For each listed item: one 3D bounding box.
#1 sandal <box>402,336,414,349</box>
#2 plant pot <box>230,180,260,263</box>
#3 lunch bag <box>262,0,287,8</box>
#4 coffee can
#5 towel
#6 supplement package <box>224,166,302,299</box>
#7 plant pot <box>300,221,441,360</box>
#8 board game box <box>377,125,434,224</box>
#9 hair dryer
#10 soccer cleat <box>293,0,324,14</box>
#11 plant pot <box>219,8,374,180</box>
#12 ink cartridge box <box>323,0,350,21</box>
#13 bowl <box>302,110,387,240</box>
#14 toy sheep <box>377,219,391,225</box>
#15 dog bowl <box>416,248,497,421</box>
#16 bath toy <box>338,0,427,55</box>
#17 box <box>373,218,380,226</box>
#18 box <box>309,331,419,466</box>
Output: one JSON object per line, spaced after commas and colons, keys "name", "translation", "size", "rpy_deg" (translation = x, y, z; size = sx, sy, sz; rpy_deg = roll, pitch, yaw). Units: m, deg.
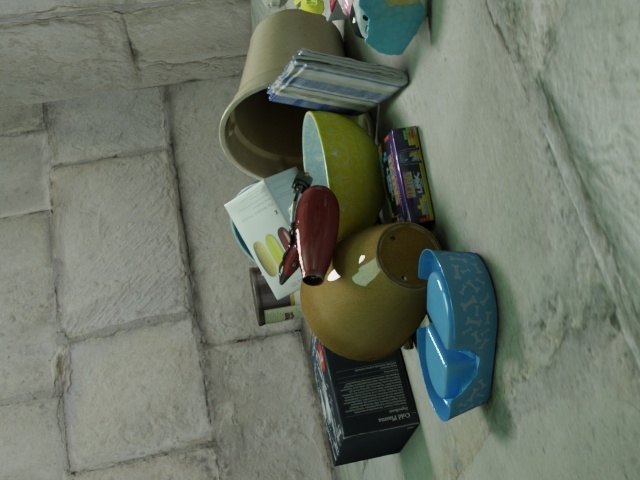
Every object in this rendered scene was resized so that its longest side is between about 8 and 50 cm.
{"name": "sandal", "translation": [0.138, 0.140, 1.606], "size": [0.090, 0.060, 0.219], "rpy_deg": [-90, -17, -49]}
{"name": "plant pot", "translation": [-0.050, -0.087, 2.019], "size": [0.255, 0.272, 0.271], "rpy_deg": [-53, -33, -49]}
{"name": "lunch bag", "translation": [-0.122, -0.803, 2.143], "size": [0.235, 0.169, 0.287], "rpy_deg": [101, 163, -69]}
{"name": "coffee can", "translation": [-0.091, 0.169, 2.698], "size": [0.201, 0.275, 0.201], "rpy_deg": [171, 90, -82]}
{"name": "towel", "translation": [0.022, -0.287, 1.474], "size": [0.285, 0.209, 0.034], "rpy_deg": [167, 111, -75]}
{"name": "supplement package", "translation": [-0.074, -0.017, 1.758], "size": [0.134, 0.139, 0.244], "rpy_deg": [-30, -89, -54]}
{"name": "plant pot", "translation": [0.111, 0.069, 1.389], "size": [0.254, 0.237, 0.237], "rpy_deg": [130, 131, -64]}
{"name": "board game box", "translation": [0.150, -0.104, 1.426], "size": [0.141, 0.048, 0.170], "rpy_deg": [125, 135, -81]}
{"name": "hair dryer", "translation": [-0.019, 0.006, 1.444], "size": [0.293, 0.080, 0.223], "rpy_deg": [-110, 28, -73]}
{"name": "soccer cleat", "translation": [-0.018, -0.619, 1.885], "size": [0.289, 0.093, 0.121], "rpy_deg": [94, 158, -62]}
{"name": "plant pot", "translation": [-0.055, -0.342, 1.792], "size": [0.333, 0.334, 0.305], "rpy_deg": [91, 178, -55]}
{"name": "ink cartridge box", "translation": [0.039, -0.550, 1.600], "size": [0.127, 0.072, 0.175], "rpy_deg": [152, 108, -83]}
{"name": "bowl", "translation": [0.065, -0.126, 1.612], "size": [0.289, 0.156, 0.289], "rpy_deg": [172, 90, -81]}
{"name": "toy sheep", "translation": [0.125, 0.010, 1.625], "size": [0.091, 0.091, 0.132], "rpy_deg": [-122, 48, -71]}
{"name": "dog bowl", "translation": [0.207, 0.142, 1.213], "size": [0.166, 0.074, 0.297], "rpy_deg": [-109, 12, -53]}
{"name": "bath toy", "translation": [0.071, -0.431, 1.317], "size": [0.151, 0.129, 0.348], "rpy_deg": [-59, 26, 20]}
{"name": "box", "translation": [0.108, 0.064, 1.798], "size": [0.169, 0.087, 0.290], "rpy_deg": [89, 169, -46]}
{"name": "box", "translation": [0.092, 0.350, 1.929], "size": [0.343, 0.179, 0.312], "rpy_deg": [95, 162, -63]}
